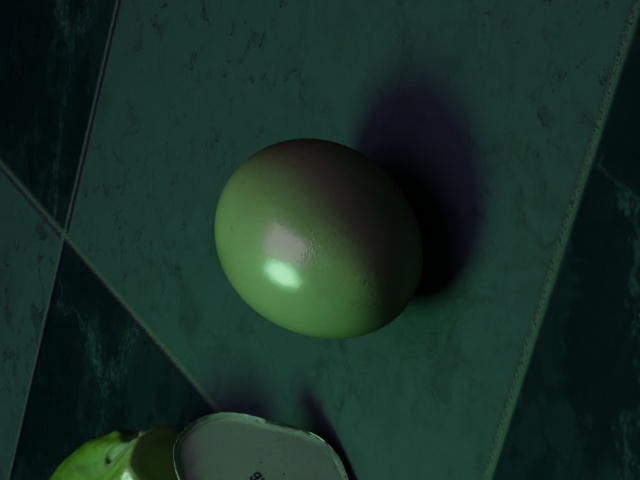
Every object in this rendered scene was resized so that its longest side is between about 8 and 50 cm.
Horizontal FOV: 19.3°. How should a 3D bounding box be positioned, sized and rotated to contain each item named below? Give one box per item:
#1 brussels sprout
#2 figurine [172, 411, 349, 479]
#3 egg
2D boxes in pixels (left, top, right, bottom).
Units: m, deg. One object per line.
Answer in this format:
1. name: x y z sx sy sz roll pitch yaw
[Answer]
1. brussels sprout: -0.201 0.314 2.085 0.219 0.210 0.271 64 145 33
2. figurine: -0.049 0.302 1.943 0.250 0.167 0.141 48 151 34
3. egg: 0.000 0.000 1.823 0.242 0.186 0.186 36 118 44
